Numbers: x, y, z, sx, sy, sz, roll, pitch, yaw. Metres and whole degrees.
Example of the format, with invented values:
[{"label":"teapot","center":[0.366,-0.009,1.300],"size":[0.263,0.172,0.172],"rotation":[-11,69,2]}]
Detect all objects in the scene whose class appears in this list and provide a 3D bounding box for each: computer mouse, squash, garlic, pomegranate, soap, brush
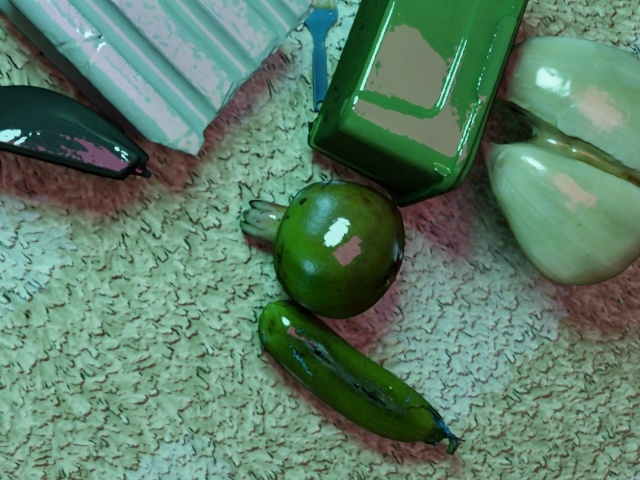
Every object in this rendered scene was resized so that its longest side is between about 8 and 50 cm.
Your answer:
[{"label":"computer mouse","center":[-0.313,-0.129,1.683],"size":[0.264,0.147,0.088],"rotation":[17,90,-23]},{"label":"squash","center":[0.049,0.187,1.880],"size":[0.331,0.087,0.087],"rotation":[36,80,-20]},{"label":"garlic","center":[0.337,-0.105,1.886],"size":[0.286,0.249,0.313],"rotation":[-46,139,6]},{"label":"pomegranate","center":[0.000,0.000,1.817],"size":[0.209,0.180,0.180],"rotation":[18,85,17]},{"label":"soap","center":[-0.201,-0.282,1.712],"size":[0.258,0.159,0.302],"rotation":[-48,110,-9]},{"label":"brush","center":[-0.002,-0.246,1.870],"size":[0.051,0.014,0.164],"rotation":[-3,95,-20]}]

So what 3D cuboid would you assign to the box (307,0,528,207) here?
[{"label":"box","center":[0.118,-0.222,1.793],"size":[0.177,0.253,0.329],"rotation":[21,80,-13]}]
